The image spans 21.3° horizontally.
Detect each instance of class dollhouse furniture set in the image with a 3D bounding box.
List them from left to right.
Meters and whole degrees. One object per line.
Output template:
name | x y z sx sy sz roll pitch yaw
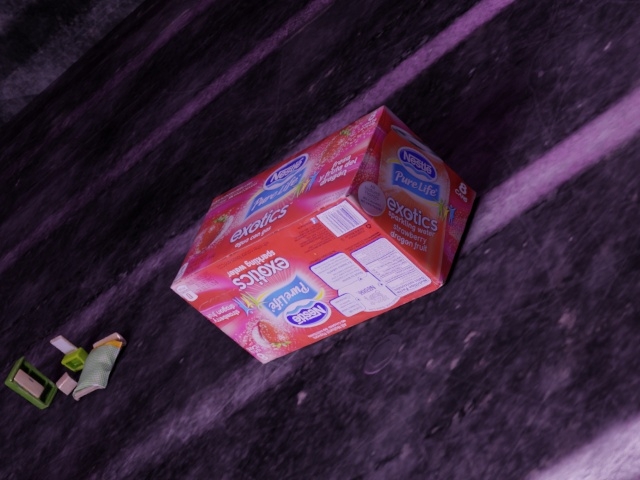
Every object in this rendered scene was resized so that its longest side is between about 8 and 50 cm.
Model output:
dollhouse furniture set | -0.296 0.144 1.969 0.152 0.058 0.076 -26 30 44

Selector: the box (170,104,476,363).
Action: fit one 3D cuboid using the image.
box | 0.000 0.000 1.553 0.257 0.128 0.122 -27 29 44
